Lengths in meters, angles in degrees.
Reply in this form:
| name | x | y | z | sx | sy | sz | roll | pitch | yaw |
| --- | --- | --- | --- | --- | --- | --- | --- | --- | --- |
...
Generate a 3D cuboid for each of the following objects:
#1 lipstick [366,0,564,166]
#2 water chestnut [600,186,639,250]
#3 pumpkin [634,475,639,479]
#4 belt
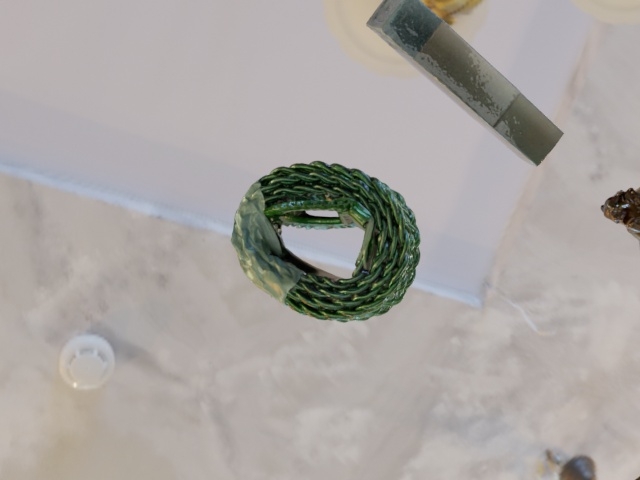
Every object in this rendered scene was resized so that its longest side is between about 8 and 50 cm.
| name | x | y | z | sx | sy | sz | roll | pitch | yaw |
| --- | --- | --- | --- | --- | --- | --- | --- | --- | --- |
| lipstick | 0.204 | -0.222 | 1.345 | 0.317 | 0.066 | 0.068 | 36 | -86 | -24 |
| water chestnut | 0.524 | -0.039 | 1.284 | 0.302 | 0.350 | 0.350 | 5 | -72 | 3 |
| pumpkin | 0.475 | 0.316 | 1.024 | 0.148 | 0.312 | 0.169 | -56 | -42 | -25 |
| belt | 0.000 | 0.000 | 0.756 | 0.151 | 0.079 | 0.121 | 16 | -89 | 21 |
